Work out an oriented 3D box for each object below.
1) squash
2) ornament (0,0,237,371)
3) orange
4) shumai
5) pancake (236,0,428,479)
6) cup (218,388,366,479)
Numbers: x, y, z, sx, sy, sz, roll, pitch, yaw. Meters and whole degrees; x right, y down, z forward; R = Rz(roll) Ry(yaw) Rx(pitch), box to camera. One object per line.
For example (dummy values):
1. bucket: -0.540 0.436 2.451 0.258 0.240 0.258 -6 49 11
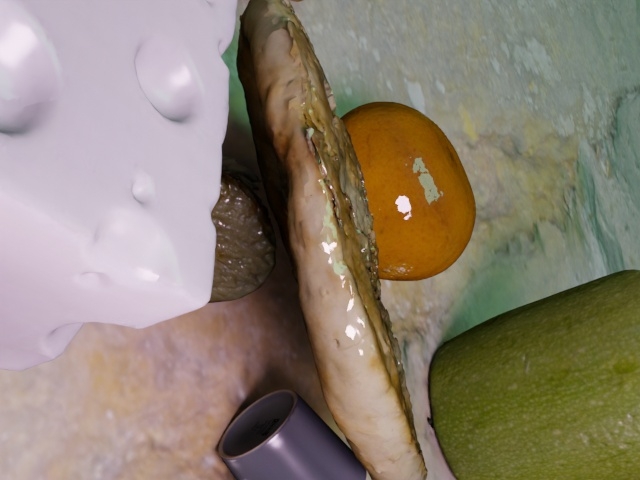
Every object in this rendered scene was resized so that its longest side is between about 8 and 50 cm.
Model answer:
1. squash: 0.241 0.134 1.023 0.189 0.260 0.189 32 47 -40
2. ornament: -0.201 -0.089 0.491 0.240 0.240 0.239 33 48 -44
3. orange: 0.059 -0.039 0.970 0.156 0.124 0.156 52 19 -26
4. shumai: -0.084 -0.024 0.784 0.124 0.099 0.087 55 18 -36
5. pancake: 0.002 -0.001 0.780 0.356 0.065 0.356 166 -90 -86
6. cup: -0.027 0.160 0.784 0.077 0.078 0.100 52 49 -18
